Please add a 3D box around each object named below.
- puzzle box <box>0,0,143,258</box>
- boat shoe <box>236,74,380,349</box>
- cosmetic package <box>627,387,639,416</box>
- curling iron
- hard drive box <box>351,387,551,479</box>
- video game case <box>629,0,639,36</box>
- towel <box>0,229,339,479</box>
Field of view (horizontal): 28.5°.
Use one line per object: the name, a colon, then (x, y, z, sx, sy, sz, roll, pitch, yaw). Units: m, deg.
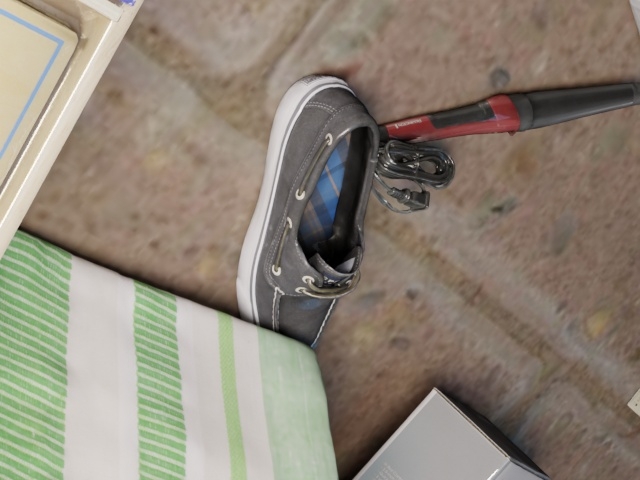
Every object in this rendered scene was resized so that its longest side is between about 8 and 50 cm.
puzzle box: (-0.227, -0.042, 0.444, 0.272, 0.052, 0.409, 24, 98, -47)
boat shoe: (0.000, 0.000, 0.882, 0.080, 0.076, 0.228, -7, 123, -34)
cosmetic package: (0.374, 0.189, 1.309, 0.041, 0.060, 0.115, -52, 137, 5)
curling iron: (0.142, -0.082, 0.955, 0.274, 0.035, 0.068, -20, 93, -30)
hard drive box: (0.076, 0.253, 1.075, 0.232, 0.089, 0.181, -48, 154, 1)
video game case: (0.365, -0.202, 1.053, 0.227, 0.026, 0.206, -41, 136, -7)
towel: (-0.113, 0.107, 0.740, 0.325, 0.248, 0.038, 25, 127, -33)
